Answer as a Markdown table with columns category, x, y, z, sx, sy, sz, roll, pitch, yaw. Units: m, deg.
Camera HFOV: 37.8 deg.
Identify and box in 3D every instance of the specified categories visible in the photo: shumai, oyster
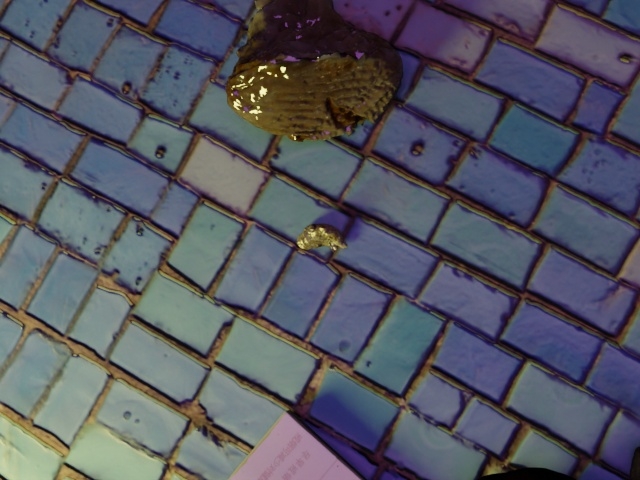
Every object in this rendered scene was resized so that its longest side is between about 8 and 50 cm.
| category | x | y | z | sx | sy | sz | roll | pitch | yaw |
| --- | --- | --- | --- | --- | --- | --- | --- | --- | --- |
| shumai | -0.030 | -0.358 | 1.847 | 0.346 | 0.217 | 0.283 | -15 | 49 | -5 |
| oyster | 0.000 | 0.000 | 1.829 | 0.083 | 0.038 | 0.081 | -35 | 81 | 0 |

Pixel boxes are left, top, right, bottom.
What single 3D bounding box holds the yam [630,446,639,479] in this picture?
| category | x | y | z | sx | sy | sz | roll | pitch | yaw |
| --- | --- | --- | --- | --- | --- | --- | --- | --- | --- |
| yam | 0.696 | 0.425 | 1.638 | 0.279 | 0.131 | 0.131 | 1 | 82 | 8 |

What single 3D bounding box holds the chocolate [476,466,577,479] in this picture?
| category | x | y | z | sx | sy | sz | roll | pitch | yaw |
| --- | --- | --- | --- | --- | --- | --- | --- | --- | --- |
| chocolate | 0.368 | 0.564 | 1.572 | 0.383 | 0.384 | 0.331 | 29 | 73 | 10 |

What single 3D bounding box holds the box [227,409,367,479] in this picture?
| category | x | y | z | sx | sy | sz | roll | pitch | yaw |
| --- | --- | --- | --- | --- | --- | --- | --- | --- | --- |
| box | 0.009 | 0.514 | 1.750 | 0.365 | 0.051 | 0.205 | 41 | 88 | 11 |
